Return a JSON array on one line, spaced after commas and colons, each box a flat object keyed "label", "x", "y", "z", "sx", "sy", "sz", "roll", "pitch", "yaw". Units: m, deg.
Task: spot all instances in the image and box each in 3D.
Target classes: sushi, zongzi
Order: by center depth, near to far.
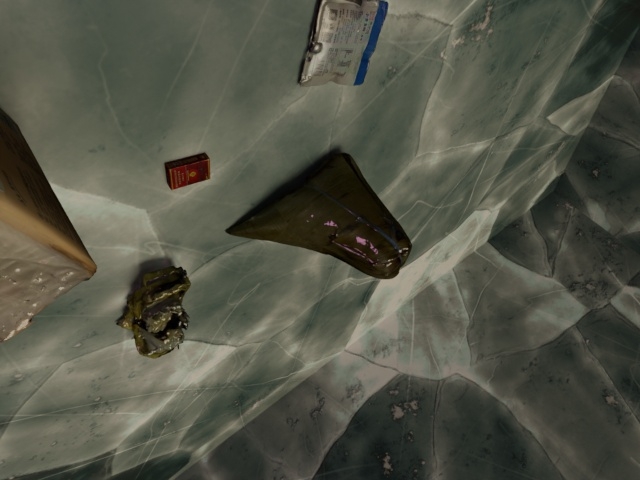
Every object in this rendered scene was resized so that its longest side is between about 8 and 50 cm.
[{"label": "sushi", "x": -0.382, "y": 0.181, "z": 1.006, "sx": 0.139, "sy": 0.131, "sz": 0.291, "roll": -17, "pitch": 152, "yaw": -38}, {"label": "zongzi", "x": 0.000, "y": 0.000, "z": 1.021, "sx": 0.360, "sy": 0.323, "sz": 0.160, "roll": -29, "pitch": 157, "yaw": -13}]

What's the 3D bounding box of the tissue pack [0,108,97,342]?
[{"label": "tissue pack", "x": -0.431, "y": -0.043, "z": 0.450, "sx": 0.238, "sy": 0.305, "sz": 0.238, "roll": -32, "pitch": 151, "yaw": -21}]

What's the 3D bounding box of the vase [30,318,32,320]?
[{"label": "vase", "x": -0.618, "y": 0.140, "z": 0.735, "sx": 0.211, "sy": 0.060, "sz": 0.060, "roll": -13, "pitch": 141, "yaw": -41}]

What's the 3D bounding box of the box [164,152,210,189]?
[{"label": "box", "x": -0.253, "y": -0.132, "z": 0.832, "sx": 0.082, "sy": 0.023, "sz": 0.051, "roll": -22, "pitch": 147, "yaw": -29}]

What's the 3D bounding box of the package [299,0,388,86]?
[{"label": "package", "x": 0.046, "y": -0.380, "z": 0.844, "sx": 0.173, "sy": 0.027, "sz": 0.171, "roll": -17, "pitch": 140, "yaw": -37}]
